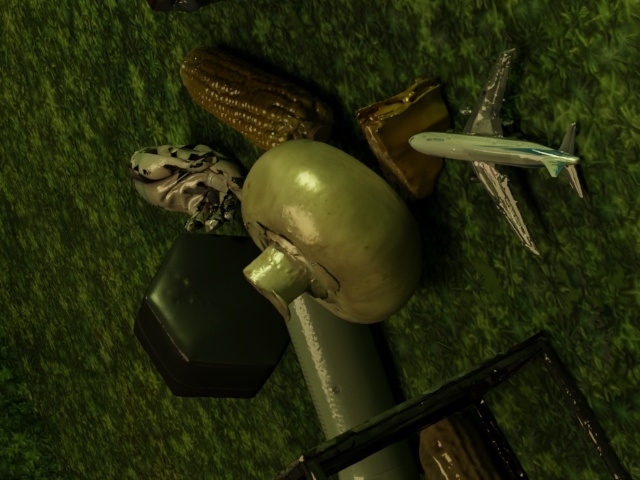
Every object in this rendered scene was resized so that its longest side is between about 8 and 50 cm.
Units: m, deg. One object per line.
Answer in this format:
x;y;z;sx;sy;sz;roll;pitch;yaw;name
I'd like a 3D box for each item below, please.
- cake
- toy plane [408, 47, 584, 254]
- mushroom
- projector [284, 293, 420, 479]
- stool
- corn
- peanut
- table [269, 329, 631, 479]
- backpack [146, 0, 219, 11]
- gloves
0.084;-0.096;1.777;0.080;0.116;0.185;54;146;19;cake
0.182;-0.093;1.649;0.226;0.058;0.226;17;124;50;toy plane
0.000;0.000;1.870;0.246;0.202;0.246;41;160;18;mushroom
0.031;0.177;2.085;0.108;0.108;0.337;-1;110;61;projector
-0.143;0.109;2.231;0.232;0.232;0.141;57;152;18;stool
-0.087;-0.179;2.041;0.320;0.097;0.097;34;139;49;corn
0.183;0.302;1.935;0.093;0.083;0.194;-39;75;48;peanut
0.143;0.312;1.737;0.272;0.335;0.222;60;152;12;table
-0.151;-0.437;1.820;0.283;0.197;0.317;66;163;6;backpack
-0.173;-0.082;2.263;0.212;0.111;0.128;12;111;28;gloves
